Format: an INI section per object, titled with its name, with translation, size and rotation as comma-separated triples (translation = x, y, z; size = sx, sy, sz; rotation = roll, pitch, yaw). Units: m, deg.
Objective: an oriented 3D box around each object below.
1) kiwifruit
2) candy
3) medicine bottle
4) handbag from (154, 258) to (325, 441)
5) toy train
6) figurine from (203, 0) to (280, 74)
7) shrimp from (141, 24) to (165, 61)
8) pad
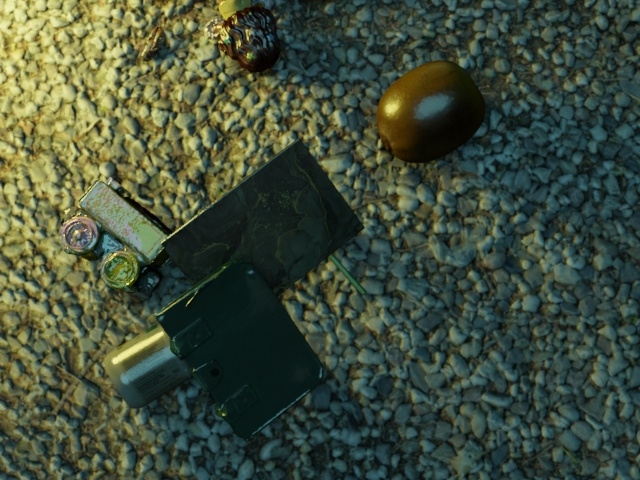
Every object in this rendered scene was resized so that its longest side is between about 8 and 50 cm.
[kiwifruit]
translation = 0.229, -0.269, 1.684
size = 0.234, 0.196, 0.196
rotation = -39, 86, 0
[candy]
translation = 0.000, 0.000, 1.724
size = 0.083, 0.091, 0.305
rotation = -38, 98, 29
[medicine bottle]
translation = -0.328, 0.244, 1.653
size = 0.215, 0.135, 0.135
rotation = -31, 86, -9
[handbag]
translation = -0.160, 0.219, 1.611
size = 0.238, 0.089, 0.326
rotation = -37, 105, -19
[toy train]
translation = -0.426, -0.002, 1.679
size = 0.261, 0.134, 0.177
rotation = 40, 85, 3
[figurine]
translation = -0.171, -0.482, 1.737
size = 0.174, 0.116, 0.240
rotation = -28, 85, -4
[shrimp]
translation = -0.373, -0.444, 1.772
size = 0.029, 0.038, 0.092
rotation = 24, 82, -41
[pad]
translation = -0.117, -0.009, 1.659
size = 0.367, 0.007, 0.248
rotation = -37, 104, -3
